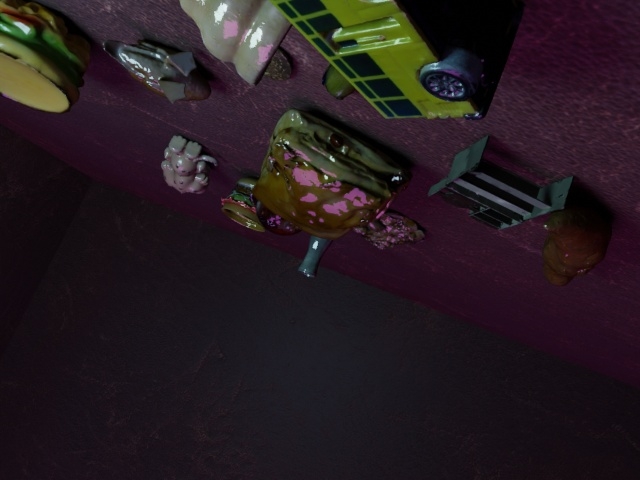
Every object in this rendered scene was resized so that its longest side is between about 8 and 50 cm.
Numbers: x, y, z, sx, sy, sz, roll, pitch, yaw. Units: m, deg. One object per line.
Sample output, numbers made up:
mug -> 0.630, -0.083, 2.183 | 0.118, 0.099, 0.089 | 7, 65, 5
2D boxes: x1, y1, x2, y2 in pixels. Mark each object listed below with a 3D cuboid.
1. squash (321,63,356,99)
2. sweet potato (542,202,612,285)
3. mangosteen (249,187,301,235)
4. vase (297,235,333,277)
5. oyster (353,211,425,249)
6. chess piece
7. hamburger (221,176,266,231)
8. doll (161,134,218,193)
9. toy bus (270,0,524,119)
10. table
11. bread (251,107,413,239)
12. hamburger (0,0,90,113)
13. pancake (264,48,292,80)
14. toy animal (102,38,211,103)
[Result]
squash -> 0.037, -0.221, 0.631 | 0.052, 0.052, 0.183 | 25, 173, -14
sweet potato -> 0.439, 0.009, 0.842 | 0.106, 0.095, 0.354 | -28, 153, 14
mangosteen -> -0.109, -0.101, 1.337 | 0.180, 0.166, 0.166 | 46, -174, 36
vase -> 0.000, 0.000, 1.412 | 0.086, 0.214, 0.086 | 22, 170, 4
oyster -> 0.159, -0.032, 1.302 | 0.223, 0.083, 0.214 | 7, 166, 36
chess piece -> -0.138, -0.281, 0.481 | 0.261, 0.142, 0.143 | 30, 169, -14
hamburger -> -0.201, -0.116, 1.470 | 0.175, 0.136, 0.175 | 26, 167, 6
doll -> -0.394, -0.222, 1.457 | 0.154, 0.119, 0.278 | 24, 161, -15
toy bus -> 0.045, -0.216, 0.394 | 0.150, 0.128, 0.262 | 13, 167, 46
table -> 0.276, -0.085, 0.776 | 0.146, 0.062, 0.175 | 24, 169, -7
bread -> 0.004, -0.105, 0.972 | 0.278, 0.167, 0.324 | 25, 171, -13
hamburger -> -0.557, -0.361, 0.923 | 0.237, 0.148, 0.237 | 14, 165, 4
pancake -> -0.092, -0.275, 0.730 | 0.115, 0.011, 0.115 | 22, 170, 4
toy animal -> -0.282, -0.298, 0.854 | 0.188, 0.089, 0.179 | 22, -173, -27
